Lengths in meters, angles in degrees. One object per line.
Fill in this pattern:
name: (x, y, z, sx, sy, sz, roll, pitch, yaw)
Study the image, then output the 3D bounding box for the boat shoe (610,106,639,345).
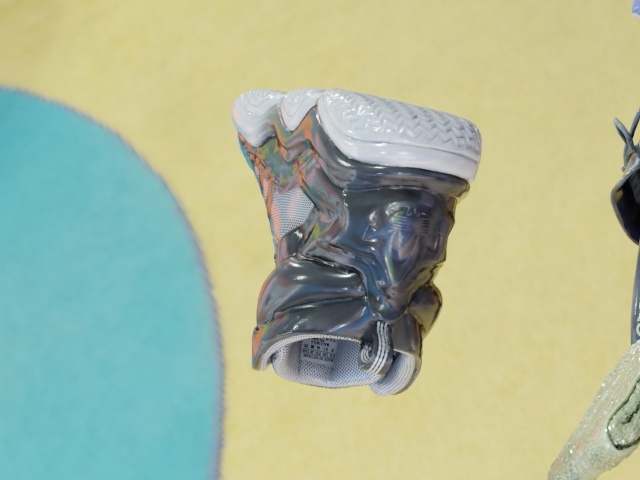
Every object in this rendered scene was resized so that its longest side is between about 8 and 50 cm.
boat shoe: (0.381, -0.066, 1.894, 0.156, 0.187, 0.500, -12, 54, 22)

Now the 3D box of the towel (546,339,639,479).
towel: (0.199, 0.102, 1.177, 0.148, 0.027, 0.110, -51, -2, -35)

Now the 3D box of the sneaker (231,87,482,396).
sneaker: (0.000, 0.000, 0.980, 0.268, 0.101, 0.153, -169, 90, -74)

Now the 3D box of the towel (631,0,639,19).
towel: (0.261, -0.283, 0.917, 0.243, 0.040, 0.336, -11, 69, 33)
